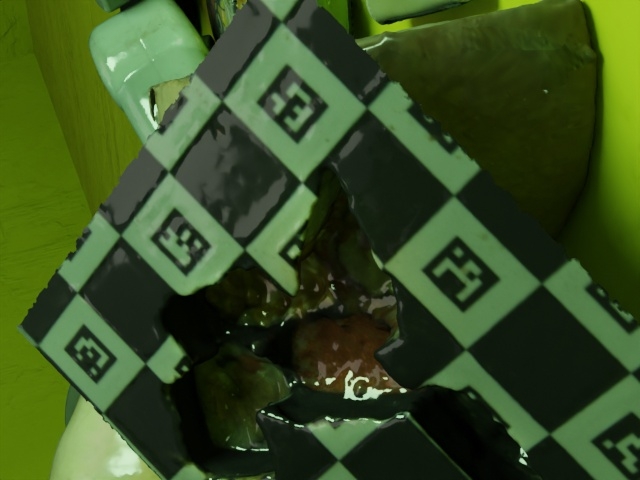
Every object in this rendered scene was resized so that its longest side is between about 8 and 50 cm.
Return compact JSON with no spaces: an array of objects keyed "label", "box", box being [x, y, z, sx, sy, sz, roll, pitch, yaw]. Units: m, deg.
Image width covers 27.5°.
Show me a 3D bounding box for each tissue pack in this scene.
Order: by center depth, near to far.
[{"label":"tissue pack","box":[-0.095,-0.235,1.391,0.083,0.035,0.063,-131,27,-63]}]

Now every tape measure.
[{"label":"tape measure","box":[-0.139,-0.145,1.416,0.246,0.125,0.243,58,-179,10]}]

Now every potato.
[{"label":"potato","box":[0.036,-0.029,0.798,0.264,0.211,0.189,-170,67,-70]}]

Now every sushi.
[{"label":"sushi","box":[0.027,0.074,0.764,0.359,0.064,0.343,46,129,4]}]

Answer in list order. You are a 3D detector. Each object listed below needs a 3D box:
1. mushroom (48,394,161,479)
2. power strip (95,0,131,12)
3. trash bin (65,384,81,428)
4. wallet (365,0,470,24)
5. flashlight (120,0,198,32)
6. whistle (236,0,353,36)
[{"label":"mushroom","box":[-0.073,0.252,1.261,0.325,0.353,0.353,-67,31,21]},{"label":"power strip","box":[-0.231,-0.401,1.314,0.357,0.161,0.357,58,174,10]},{"label":"trash bin","box":[-0.160,0.252,1.666,0.432,0.280,0.280,-160,56,-68]},{"label":"wallet","box":[0.059,-0.202,0.856,0.155,0.039,0.110,-164,57,-73]},{"label":"flashlight","box":[-0.188,-0.174,1.703,0.103,0.103,0.424,-122,20,-48]},{"label":"whistle","box":[-0.032,-0.159,1.048,0.141,0.141,0.294,150,105,-75]}]
